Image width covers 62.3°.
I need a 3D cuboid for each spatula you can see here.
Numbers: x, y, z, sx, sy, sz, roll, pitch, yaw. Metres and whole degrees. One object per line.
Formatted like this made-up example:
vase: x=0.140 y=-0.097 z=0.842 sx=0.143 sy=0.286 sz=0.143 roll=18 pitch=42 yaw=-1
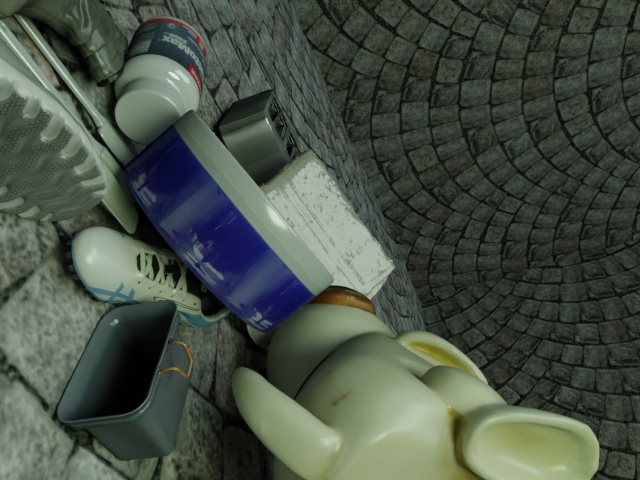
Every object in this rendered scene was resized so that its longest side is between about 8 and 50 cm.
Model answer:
spatula: x=-0.263 y=-0.132 z=0.560 sx=0.168 sy=0.019 sz=0.242 roll=-102 pitch=167 yaw=-54

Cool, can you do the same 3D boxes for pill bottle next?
pill bottle: x=-0.212 y=-0.211 z=0.707 sx=0.108 sy=0.108 sz=0.180 roll=58 pitch=20 yaw=-43

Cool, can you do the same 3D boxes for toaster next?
toaster: x=-0.115 y=-0.185 z=1.028 sx=0.185 sy=0.110 sz=0.168 roll=-83 pitch=150 yaw=-59

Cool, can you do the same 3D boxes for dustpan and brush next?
dustpan and brush: x=-0.079 y=0.140 z=0.900 sx=0.211 sy=0.060 sz=0.147 roll=51 pitch=25 yaw=-37

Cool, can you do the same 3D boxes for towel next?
towel: x=0.000 y=0.000 z=0.908 sx=0.187 sy=0.049 sz=0.282 roll=-43 pitch=103 yaw=-34

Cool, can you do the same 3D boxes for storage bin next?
storage bin: x=-0.166 y=0.137 z=0.508 sx=0.135 sy=0.098 sz=0.091 roll=-89 pitch=166 yaw=-52

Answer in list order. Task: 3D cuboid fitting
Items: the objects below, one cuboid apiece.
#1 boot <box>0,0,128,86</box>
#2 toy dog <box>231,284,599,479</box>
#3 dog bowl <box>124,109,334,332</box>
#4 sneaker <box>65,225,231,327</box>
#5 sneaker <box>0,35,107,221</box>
boot: x=-0.264 y=-0.234 z=0.561 sx=0.246 sy=0.084 sz=0.161 roll=-103 pitch=169 yaw=-52
toy dog: x=0.044 y=0.227 z=0.686 sx=0.284 sy=0.396 sz=0.408 roll=-69 pitch=-162 yaw=7
dog bowl: x=-0.105 y=-0.021 z=0.640 sx=0.265 sy=0.104 sz=0.265 roll=50 pitch=-2 yaw=2
sneaker: x=-0.176 y=0.039 z=0.587 sx=0.237 sy=0.086 sz=0.085 roll=42 pitch=34 yaw=-60
sneaker: x=-0.267 y=-0.128 z=0.417 sx=0.281 sy=0.105 sz=0.115 roll=65 pitch=1 yaw=-48
